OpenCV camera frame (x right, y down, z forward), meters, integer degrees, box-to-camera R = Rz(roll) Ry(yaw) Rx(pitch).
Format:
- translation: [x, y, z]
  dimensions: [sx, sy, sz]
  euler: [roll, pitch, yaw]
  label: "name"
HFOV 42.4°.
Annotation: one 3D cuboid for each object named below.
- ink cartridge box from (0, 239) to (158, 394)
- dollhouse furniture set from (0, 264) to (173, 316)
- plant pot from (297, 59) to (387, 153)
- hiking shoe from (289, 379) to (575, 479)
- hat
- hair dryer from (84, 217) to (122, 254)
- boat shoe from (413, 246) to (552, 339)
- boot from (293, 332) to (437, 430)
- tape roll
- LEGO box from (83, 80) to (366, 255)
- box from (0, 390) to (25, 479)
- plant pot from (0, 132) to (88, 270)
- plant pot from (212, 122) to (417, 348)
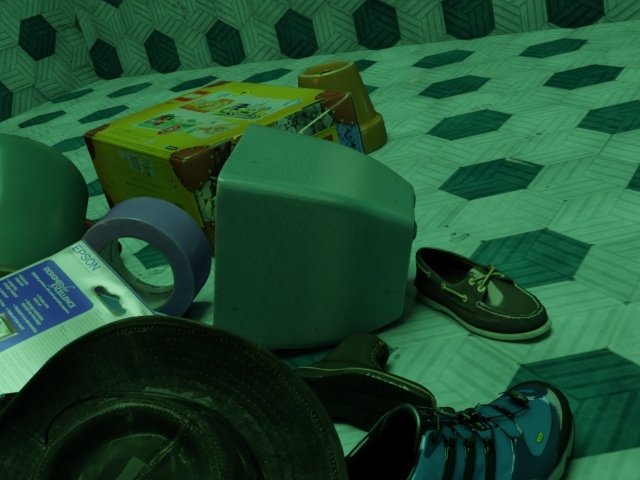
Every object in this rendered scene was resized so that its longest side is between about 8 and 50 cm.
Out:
- translation: [-0.281, 0.107, 0.851]
  dimensions: [0.208, 0.045, 0.206]
  euler: [-29, 52, -31]
  label: "ink cartridge box"
- translation: [-0.367, 0.153, 1.018]
  dimensions: [0.304, 0.198, 0.286]
  euler: [15, -2, 17]
  label: "dollhouse furniture set"
- translation: [0.031, -0.296, 1.848]
  dimensions: [0.205, 0.187, 0.205]
  euler: [-12, 23, 5]
  label: "plant pot"
- translation: [0.117, 0.195, 0.734]
  dimensions: [0.304, 0.132, 0.113]
  euler: [-28, 26, -30]
  label: "hiking shoe"
- translation: [-0.139, 0.210, 0.591]
  dimensions: [0.331, 0.331, 0.134]
  euler: [-14, -12, -1]
  label: "hat"
- translation: [-0.508, 0.038, 1.577]
  dimensions: [0.294, 0.080, 0.223]
  euler: [-15, 38, 13]
  label: "hair dryer"
- translation: [0.200, 0.064, 1.070]
  dimensions: [0.081, 0.068, 0.228]
  euler: [-26, 26, -26]
  label: "boat shoe"
- translation: [0.068, 0.150, 0.953]
  dimensions: [0.198, 0.076, 0.137]
  euler: [6, 25, 37]
  label: "boot"
- translation: [-0.268, 0.034, 1.259]
  dimensions: [0.189, 0.189, 0.080]
  euler: [-6, 24, 18]
  label: "tape roll"
- translation: [-0.207, -0.175, 1.698]
  dimensions: [0.373, 0.193, 0.500]
  euler: [-27, 26, -28]
  label: "LEGO box"
- translation: [-0.183, 0.217, 0.728]
  dimensions: [0.191, 0.184, 0.045]
  euler: [-1, -17, -32]
  label: "box"
- translation: [-0.534, 0.009, 1.361]
  dimensions: [0.293, 0.293, 0.235]
  euler: [-14, 51, 1]
  label: "plant pot"
- translation: [0.000, 0.000, 1.137]
  dimensions: [0.252, 0.247, 0.247]
  euler: [6, 25, 2]
  label: "plant pot"
